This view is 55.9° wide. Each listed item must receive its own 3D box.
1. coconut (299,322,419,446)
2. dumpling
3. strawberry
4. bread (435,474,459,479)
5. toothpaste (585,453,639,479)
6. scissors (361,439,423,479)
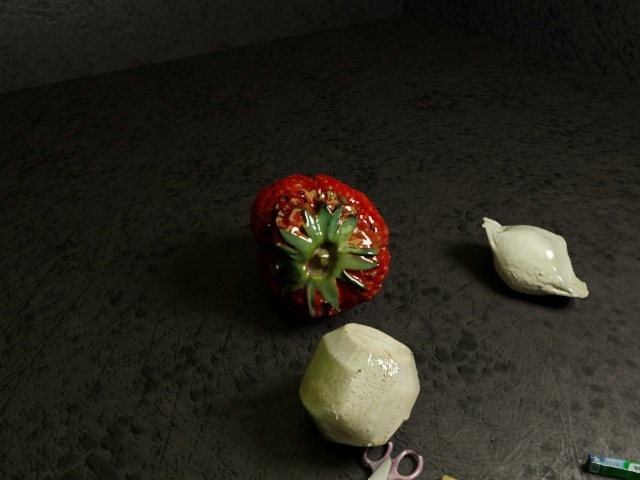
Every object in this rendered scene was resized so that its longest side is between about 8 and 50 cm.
[{"bbox_3d":[0.053,0.212,0.848,0.160,0.162,0.161,20,11,-4],"label":"coconut"},{"bbox_3d":[0.414,0.037,1.160,0.215,0.126,0.166,14,8,33],"label":"dumpling"},{"bbox_3d":[0.000,0.000,1.094,0.238,0.250,0.288,-6,9,0],"label":"strawberry"},{"bbox_3d":[0.157,0.341,0.761,0.046,0.036,0.083,17,39,17],"label":"bread"},{"bbox_3d":[0.408,0.312,0.823,0.083,0.020,0.017,8,31,10],"label":"toothpaste"},{"bbox_3d":[0.069,0.327,0.790,0.085,0.022,0.176,18,35,25],"label":"scissors"}]
